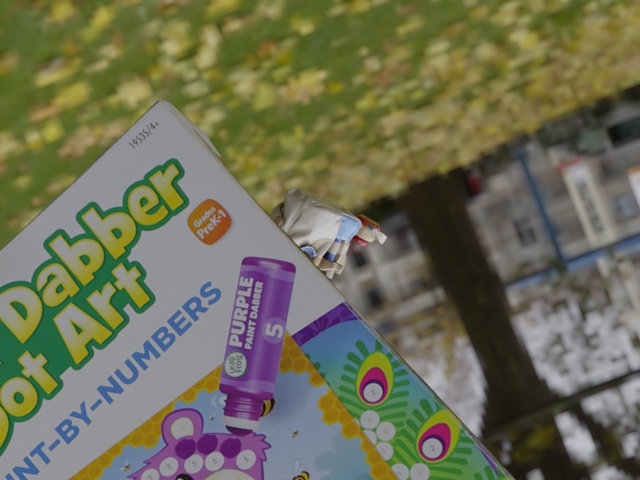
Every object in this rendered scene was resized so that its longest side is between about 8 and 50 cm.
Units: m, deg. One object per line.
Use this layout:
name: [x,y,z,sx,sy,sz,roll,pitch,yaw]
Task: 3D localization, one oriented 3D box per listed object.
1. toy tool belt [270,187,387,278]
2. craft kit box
toy tool belt: [0.000,0.000,1.284,0.083,0.051,0.052,21,-167,-47]
craft kit box: [-0.057,0.126,0.629,0.250,0.246,0.061,-44,160,1]
